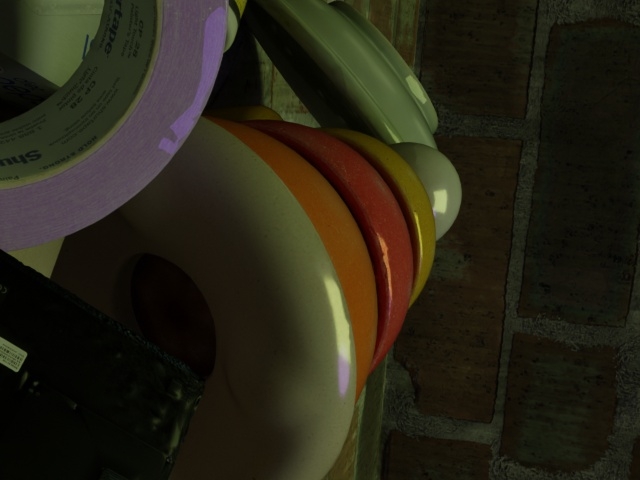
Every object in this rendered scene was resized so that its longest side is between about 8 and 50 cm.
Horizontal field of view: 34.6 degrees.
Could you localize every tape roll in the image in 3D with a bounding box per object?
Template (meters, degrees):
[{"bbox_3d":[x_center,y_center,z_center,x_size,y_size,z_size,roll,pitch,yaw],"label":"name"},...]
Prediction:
[{"bbox_3d":[-0.194,-0.132,0.580,0.275,0.090,0.274,-17,124,-26],"label":"tape roll"}]

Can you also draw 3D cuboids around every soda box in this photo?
[{"bbox_3d":[-0.227,-0.163,0.769,0.286,0.091,0.098,34,64,-75],"label":"soda box"}]

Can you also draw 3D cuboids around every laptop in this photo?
[{"bbox_3d":[-0.227,0.141,0.543,0.136,0.234,0.264,-30,-148,47],"label":"laptop"}]

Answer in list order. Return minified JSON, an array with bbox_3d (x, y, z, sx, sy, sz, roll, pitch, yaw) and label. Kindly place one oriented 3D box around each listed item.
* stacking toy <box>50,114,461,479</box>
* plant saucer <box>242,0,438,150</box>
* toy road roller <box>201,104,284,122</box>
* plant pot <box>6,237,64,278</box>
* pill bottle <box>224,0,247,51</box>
[{"bbox_3d":[0.000,0.000,0.969,0.480,0.351,0.350,-27,126,-47],"label":"stacking toy"},{"bbox_3d":[0.048,-0.196,1.324,0.100,0.400,0.400,-39,159,-3],"label":"plant saucer"},{"bbox_3d":[-0.081,-0.067,1.214,0.329,0.203,0.240,-60,143,-55],"label":"toy road roller"},{"bbox_3d":[-0.256,-0.010,0.722,0.096,0.109,0.109,53,44,-52],"label":"plant pot"},{"bbox_3d":[-0.122,-0.304,1.076,0.119,0.119,0.208,73,28,-60],"label":"pill bottle"}]
